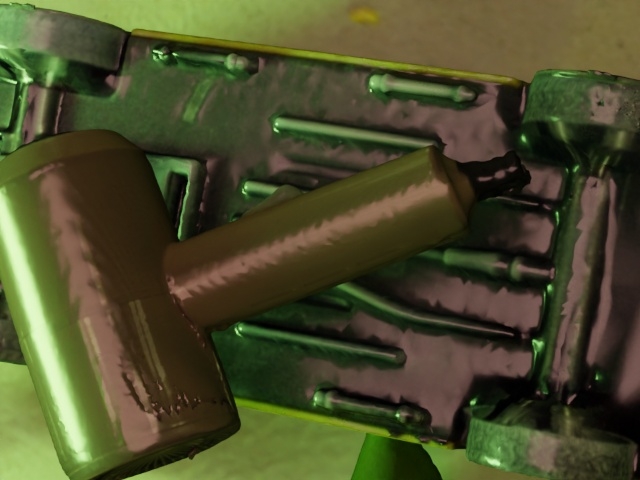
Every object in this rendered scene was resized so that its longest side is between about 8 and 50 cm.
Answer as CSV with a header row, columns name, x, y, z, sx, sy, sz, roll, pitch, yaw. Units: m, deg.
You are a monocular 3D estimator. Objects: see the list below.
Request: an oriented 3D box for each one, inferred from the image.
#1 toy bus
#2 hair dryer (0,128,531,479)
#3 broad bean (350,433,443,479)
name,x,y,z,sx,sy,sz,roll,pitch,yaw
toy bus,0.000,0.000,0.672,0.330,0.152,0.144,10,89,18
hair dryer,-0.018,0.002,0.573,0.182,0.064,0.117,-21,79,7
broad bean,0.038,0.194,0.682,0.065,0.046,0.254,-12,79,5
